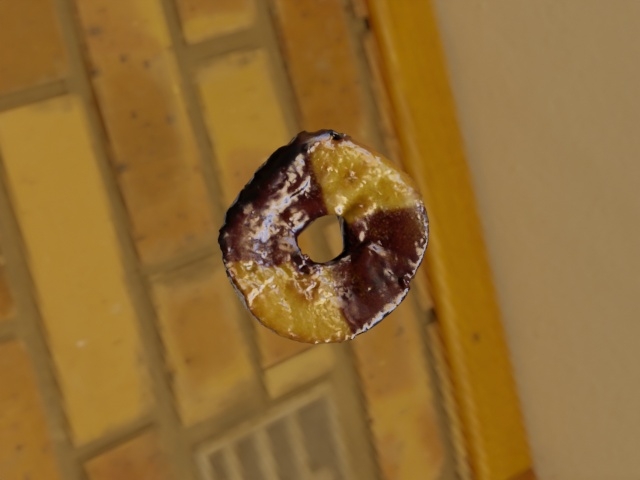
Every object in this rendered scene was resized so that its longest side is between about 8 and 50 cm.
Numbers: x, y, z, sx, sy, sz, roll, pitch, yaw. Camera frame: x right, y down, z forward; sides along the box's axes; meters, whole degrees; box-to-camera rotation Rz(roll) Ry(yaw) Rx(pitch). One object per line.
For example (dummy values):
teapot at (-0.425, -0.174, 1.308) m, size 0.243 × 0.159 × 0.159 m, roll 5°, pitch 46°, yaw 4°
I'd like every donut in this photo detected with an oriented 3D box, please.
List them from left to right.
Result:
donut at (0.000, 0.000, 1.124) m, size 0.140 × 0.140 × 0.059 m, roll 63°, pitch -11°, yaw 4°
